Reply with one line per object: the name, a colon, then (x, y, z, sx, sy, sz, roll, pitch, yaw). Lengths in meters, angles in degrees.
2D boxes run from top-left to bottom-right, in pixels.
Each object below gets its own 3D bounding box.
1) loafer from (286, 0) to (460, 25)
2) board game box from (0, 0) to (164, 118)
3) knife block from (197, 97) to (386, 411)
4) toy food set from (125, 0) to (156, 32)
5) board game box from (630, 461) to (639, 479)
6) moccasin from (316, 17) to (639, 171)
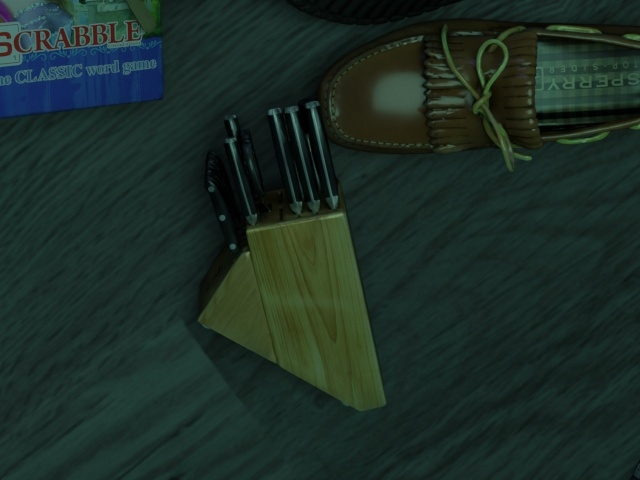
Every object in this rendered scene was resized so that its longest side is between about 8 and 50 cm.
loafer: (0.119, -0.299, 1.638, 0.366, 0.134, 0.130, -11, 76, -21)
board game box: (-0.296, -0.265, 1.494, 0.319, 0.066, 0.318, -11, 109, -29)
knife block: (0.000, 0.000, 1.616, 0.276, 0.088, 0.242, 31, 110, -14)
toy food set: (-0.113, -0.285, 1.533, 0.192, 0.038, 0.132, -38, 140, -11)
board game box: (0.401, 0.335, 1.817, 0.201, 0.035, 0.136, 26, 91, -15)
moccasin: (0.185, -0.142, 1.647, 0.380, 0.147, 0.139, 0, 100, -13)
